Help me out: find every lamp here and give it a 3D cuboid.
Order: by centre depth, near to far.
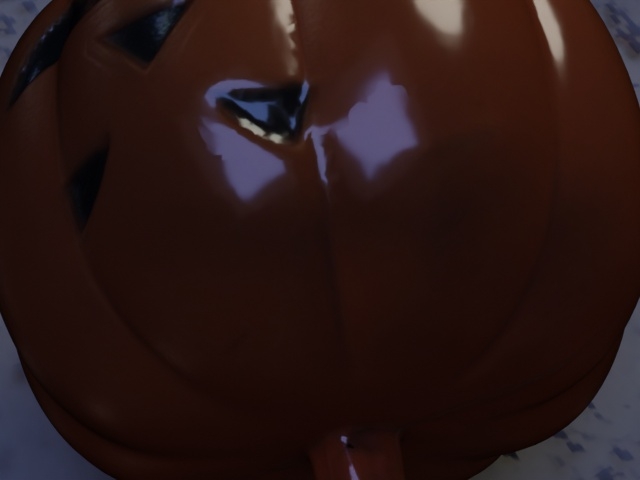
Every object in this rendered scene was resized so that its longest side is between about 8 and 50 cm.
[{"bbox_3d":[0.000,0.000,0.396,0.188,0.187,0.163,-9,60,-3],"label":"lamp"}]
